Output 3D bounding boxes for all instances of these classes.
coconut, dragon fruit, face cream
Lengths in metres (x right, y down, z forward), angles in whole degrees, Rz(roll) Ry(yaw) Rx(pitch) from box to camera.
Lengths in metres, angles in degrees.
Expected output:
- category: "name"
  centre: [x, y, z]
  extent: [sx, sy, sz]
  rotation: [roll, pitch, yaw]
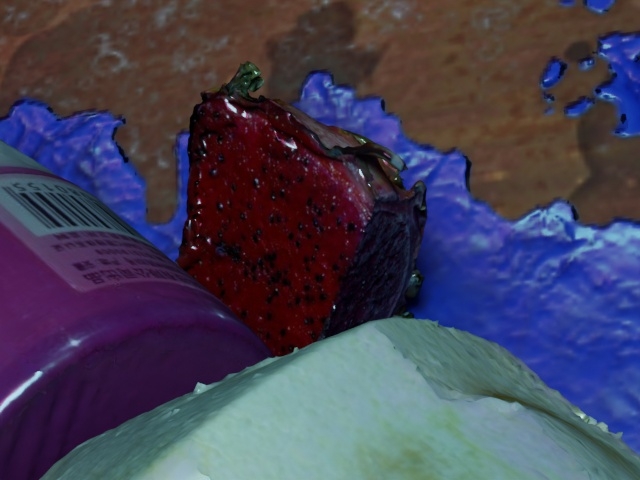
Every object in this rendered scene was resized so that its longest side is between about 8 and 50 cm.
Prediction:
- category: "coconut"
  centre: [0.021, 0.177, 0.620]
  extent: [0.297, 0.297, 0.309]
  rotation: [-42, 66, -6]
- category: "dragon fruit"
  centre: [0.000, 0.000, 0.827]
  extent: [0.102, 0.096, 0.147]
  rotation: [33, 120, 31]
- category: "face cream"
  centre: [-0.134, 0.060, 0.777]
  extent: [0.175, 0.175, 0.195]
  rotation: [-46, 49, -9]
